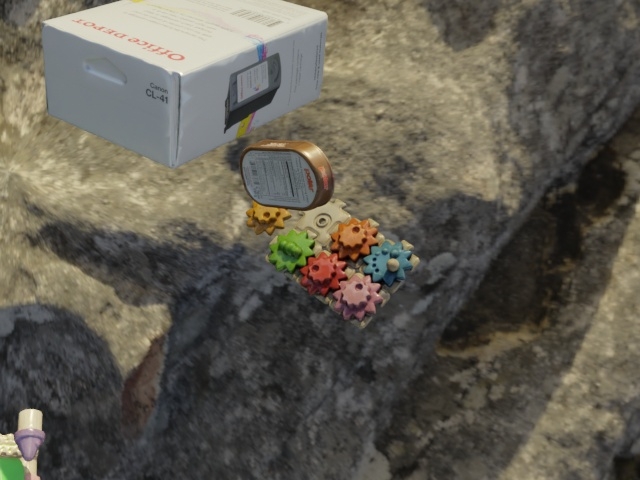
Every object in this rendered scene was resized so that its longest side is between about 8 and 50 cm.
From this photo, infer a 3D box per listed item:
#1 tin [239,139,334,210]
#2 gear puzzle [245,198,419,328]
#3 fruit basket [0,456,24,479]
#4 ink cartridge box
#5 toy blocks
[{"bbox_3d":[-0.056,-0.100,1.461,0.040,0.190,0.106,-30,115,-38],"label":"tin"},{"bbox_3d":[0.000,0.000,1.628,0.175,0.339,0.044,-48,147,-14],"label":"gear puzzle"},{"bbox_3d":[-0.467,0.473,1.152,0.392,0.283,0.392,-10,133,-11],"label":"fruit basket"},{"bbox_3d":[-0.166,-0.227,1.204,0.306,0.226,0.131,-35,140,-46],"label":"ink cartridge box"},{"bbox_3d":[-0.635,0.465,1.668,0.289,0.309,0.260,6,52,-20],"label":"toy blocks"}]
